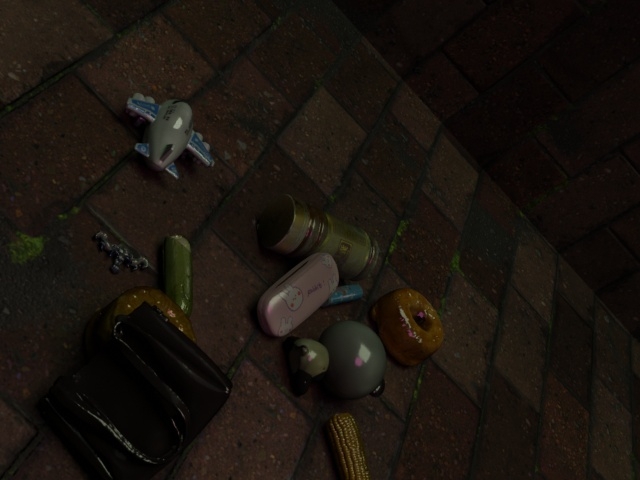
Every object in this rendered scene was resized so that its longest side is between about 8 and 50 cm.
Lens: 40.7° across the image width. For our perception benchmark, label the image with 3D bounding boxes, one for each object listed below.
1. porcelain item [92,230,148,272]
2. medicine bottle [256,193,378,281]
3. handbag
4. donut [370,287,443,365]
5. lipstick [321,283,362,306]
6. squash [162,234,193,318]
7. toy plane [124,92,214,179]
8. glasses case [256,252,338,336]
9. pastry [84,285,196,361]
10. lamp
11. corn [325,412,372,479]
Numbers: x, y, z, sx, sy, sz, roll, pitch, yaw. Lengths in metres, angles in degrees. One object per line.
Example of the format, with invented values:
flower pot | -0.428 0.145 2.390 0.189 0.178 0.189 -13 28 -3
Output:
porcelain item | -0.437 0.041 1.863 0.136 0.021 0.075 34 42 -26
medicine bottle | 0.000 0.000 2.320 0.322 0.151 0.151 23 43 -37
handbag | -0.334 0.283 1.557 0.257 0.285 0.113 45 -5 1
donut | 0.248 0.240 2.443 0.226 0.114 0.227 33 36 -28
lipstick | 0.053 0.149 2.343 0.158 0.048 0.048 -6 65 -53
squash | -0.319 0.082 1.926 0.069 0.069 0.239 24 44 -37
toy plane | -0.375 -0.262 2.129 0.266 0.122 0.267 34 35 -28
glasses case | -0.052 0.132 2.153 0.297 0.075 0.113 -40 118 -45
pastry | -0.345 0.210 1.717 0.235 0.132 0.240 50 34 -3
lamp | 0.043 0.292 2.098 0.243 0.198 0.198 2 56 -23
corn | 0.074 0.513 2.006 0.080 0.080 0.231 11 50 -46
